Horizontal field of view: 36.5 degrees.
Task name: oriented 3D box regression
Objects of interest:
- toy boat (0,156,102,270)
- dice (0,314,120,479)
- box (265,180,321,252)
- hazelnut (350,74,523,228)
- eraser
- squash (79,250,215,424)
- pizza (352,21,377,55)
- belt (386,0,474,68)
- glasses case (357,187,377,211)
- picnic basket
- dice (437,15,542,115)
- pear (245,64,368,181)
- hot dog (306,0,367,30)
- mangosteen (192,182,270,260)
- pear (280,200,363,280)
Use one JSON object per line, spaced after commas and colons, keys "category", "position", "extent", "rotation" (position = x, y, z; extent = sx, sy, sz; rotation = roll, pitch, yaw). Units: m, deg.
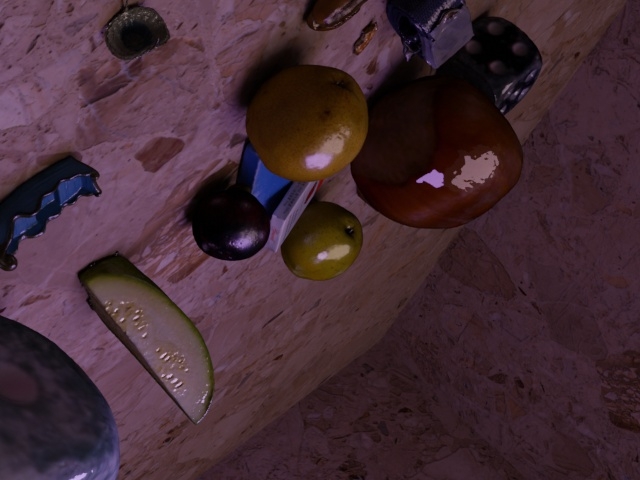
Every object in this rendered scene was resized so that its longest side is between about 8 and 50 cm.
{"category": "toy boat", "position": [-0.378, -0.035, 1.325], "extent": [0.185, 0.077, 0.075], "rotation": [-39, 164, -27]}
{"category": "dice", "position": [-0.518, 0.326, 1.377], "extent": [0.348, 0.328, 0.330], "rotation": [-51, 164, 16]}
{"category": "box", "position": [-0.039, -0.101, 2.030], "extent": [0.245, 0.035, 0.139], "rotation": [-57, 173, -32]}
{"category": "hazelnut", "position": [0.255, -0.193, 2.143], "extent": [0.366, 0.366, 0.366], "rotation": [-43, 164, -15]}
{"category": "eraser", "position": [-0.105, -0.123, 1.907], "extent": [0.144, 0.042, 0.312], "rotation": [-38, 163, -30]}
{"category": "squash", "position": [-0.279, 0.163, 1.691], "extent": [0.111, 0.289, 0.203], "rotation": [-40, 164, -20]}
{"category": "pizza", "position": [0.083, -0.381, 1.824], "extent": [0.037, 0.016, 0.083], "rotation": [-30, 161, -51]}
{"category": "belt", "position": [0.196, -0.410, 1.816], "extent": [0.126, 0.140, 0.230], "rotation": [-48, 167, 0]}
{"category": "glasses case", "position": [0.132, -0.147, 2.429], "extent": [0.049, 0.075, 0.218], "rotation": [-47, 165, -12]}
{"category": "picnic basket", "position": [-0.228, -0.260, 1.206], "extent": [0.083, 0.065, 0.083], "rotation": [-31, -178, -21]}
{"category": "dice", "position": [0.402, -0.405, 2.304], "extent": [0.183, 0.182, 0.181], "rotation": [-40, 164, -20]}
{"category": "pear", "position": [-0.016, -0.200, 1.634], "extent": [0.209, 0.209, 0.209], "rotation": [-43, 164, -15]}
{"category": "hot dog", "position": [0.040, -0.393, 1.591], "extent": [0.140, 0.060, 0.090], "rotation": [-44, 170, -24]}
{"category": "mangosteen", "position": [-0.165, -0.037, 1.805], "extent": [0.152, 0.152, 0.152], "rotation": [-43, 164, -15]}
{"category": "pear", "position": [0.000, -0.001, 2.256], "extent": [0.198, 0.198, 0.198], "rotation": [-43, 164, -15]}
